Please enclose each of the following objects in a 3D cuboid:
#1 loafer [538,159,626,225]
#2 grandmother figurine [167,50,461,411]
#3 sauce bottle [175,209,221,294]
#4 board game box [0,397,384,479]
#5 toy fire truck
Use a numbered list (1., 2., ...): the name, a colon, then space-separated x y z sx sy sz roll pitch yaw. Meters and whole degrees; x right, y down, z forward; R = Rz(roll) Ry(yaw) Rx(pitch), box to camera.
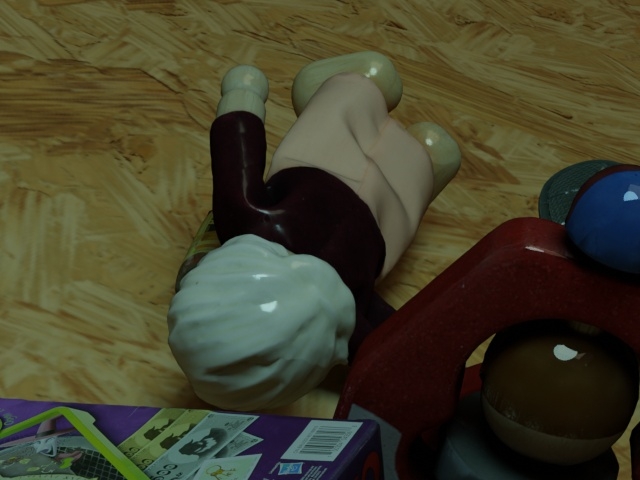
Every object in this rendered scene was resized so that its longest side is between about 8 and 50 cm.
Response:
1. loafer: 0.219 0.045 1.214 0.096 0.084 0.267 -26 38 -10
2. grandmother figurine: 0.000 0.000 1.100 0.208 0.104 0.342 43 26 -3
3. sauce bottle: -0.054 0.000 1.149 0.042 0.042 0.128 18 29 -1
4. board game box: -0.130 0.157 0.744 0.208 0.056 0.347 5 23 23
5. toy fire truck: 0.161 0.093 0.888 0.302 0.254 0.169 19 28 1
